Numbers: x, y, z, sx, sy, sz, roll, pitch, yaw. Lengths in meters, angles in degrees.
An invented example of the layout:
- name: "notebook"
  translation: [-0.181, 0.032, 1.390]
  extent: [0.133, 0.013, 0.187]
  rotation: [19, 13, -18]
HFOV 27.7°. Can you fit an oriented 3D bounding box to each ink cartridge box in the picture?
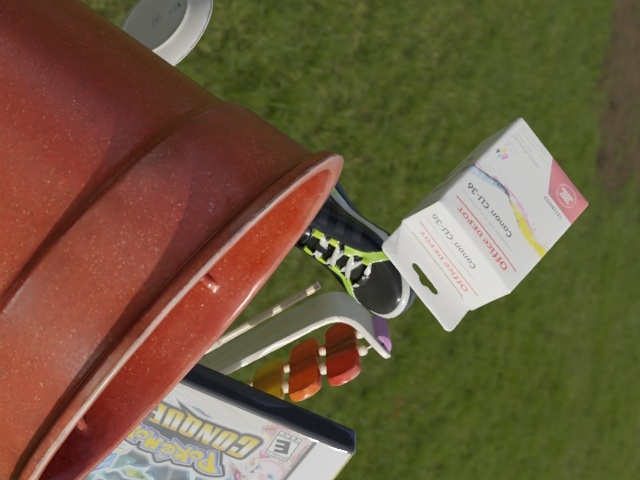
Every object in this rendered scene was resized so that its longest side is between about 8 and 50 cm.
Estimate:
- name: "ink cartridge box"
  translation: [0.161, -0.016, 1.260]
  extent: [0.115, 0.067, 0.198]
  rotation: [51, 55, -6]

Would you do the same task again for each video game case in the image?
- name: "video game case"
  translation: [-0.143, 0.220, 1.238]
  extent: [0.248, 0.274, 0.035]
  rotation: [-57, -163, 31]

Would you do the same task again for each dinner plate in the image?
- name: "dinner plate"
  translation: [-0.180, -0.239, 1.435]
  extent: [0.017, 0.141, 0.141]
  rotation: [43, 60, -46]

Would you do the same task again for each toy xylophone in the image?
- name: "toy xylophone"
  translation: [-0.065, 0.150, 1.604]
  extent: [0.081, 0.322, 0.236]
  rotation: [62, 13, -12]

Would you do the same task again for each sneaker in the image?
- name: "sneaker"
  translation: [0.000, 0.000, 1.384]
  extent: [0.097, 0.235, 0.084]
  rotation: [-20, 150, -46]

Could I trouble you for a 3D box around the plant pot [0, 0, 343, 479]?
- name: "plant pot"
  translation: [-0.174, -0.029, 0.745]
  extent: [0.272, 0.265, 0.272]
  rotation: [-49, 175, -5]
